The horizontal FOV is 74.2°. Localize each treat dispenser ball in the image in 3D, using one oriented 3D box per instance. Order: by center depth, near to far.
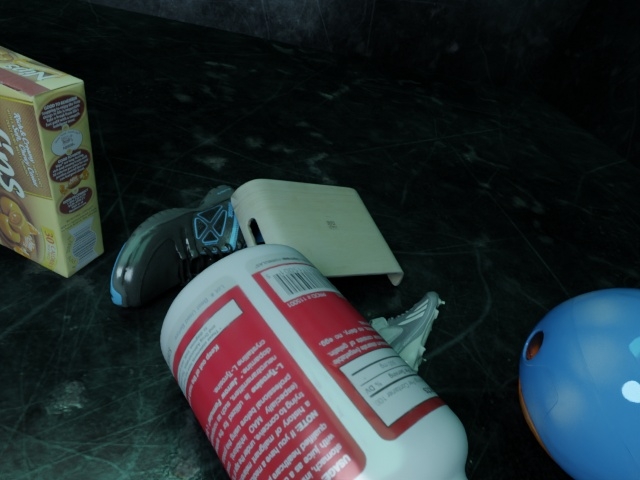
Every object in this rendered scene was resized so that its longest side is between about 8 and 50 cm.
[{"bbox_3d":[0.429,0.209,0.583,0.289,0.288,0.288,10,38,-8],"label":"treat dispenser ball"}]

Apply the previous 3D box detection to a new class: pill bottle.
[{"bbox_3d":[0.006,0.207,0.479,0.229,0.228,0.407,-18,49,-36],"label":"pill bottle"}]

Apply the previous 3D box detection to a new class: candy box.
[{"bbox_3d":[-0.444,-0.110,0.642,0.183,0.316,0.087,24,38,8],"label":"candy box"}]

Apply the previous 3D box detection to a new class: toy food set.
[{"bbox_3d":[0.000,0.000,0.814,0.306,0.092,0.219,-1,52,-37],"label":"toy food set"}]

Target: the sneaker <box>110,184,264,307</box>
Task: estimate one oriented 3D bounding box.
[{"bbox_3d":[-0.205,0.007,0.739,0.140,0.125,0.341,27,40,12],"label":"sneaker"}]

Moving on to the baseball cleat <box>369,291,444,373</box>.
[{"bbox_3d":[0.147,0.143,0.741,0.110,0.072,0.206,20,33,16],"label":"baseball cleat"}]
